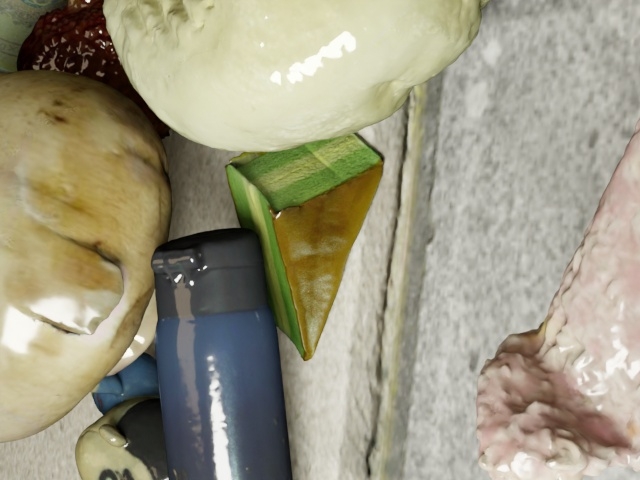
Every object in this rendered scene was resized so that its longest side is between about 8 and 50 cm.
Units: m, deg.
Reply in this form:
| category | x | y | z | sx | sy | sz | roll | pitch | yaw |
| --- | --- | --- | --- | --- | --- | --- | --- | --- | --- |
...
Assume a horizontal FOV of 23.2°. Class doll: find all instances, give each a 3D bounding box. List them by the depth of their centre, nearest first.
| category | x | y | z | sx | sy | sz | roll | pitch | yaw |
| --- | --- | --- | --- | --- | --- | --- | --- | --- | --- |
| doll | -0.128 | 0.126 | 1.040 | 0.089 | 0.102 | 0.179 | -41 | 35 | -7 |

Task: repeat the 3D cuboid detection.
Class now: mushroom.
| category | x | y | z | sx | sy | sz | roll | pitch | yaw |
| --- | --- | --- | --- | --- | --- | --- | --- | --- | --- |
| mushroom | -0.184 | 0.014 | 0.969 | 0.255 | 0.184 | 0.255 | -28 | 41 | 27 |

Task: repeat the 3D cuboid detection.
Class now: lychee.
| category | x | y | z | sx | sy | sz | roll | pitch | yaw |
| --- | --- | --- | --- | --- | --- | --- | --- | --- | --- |
| lychee | -0.150 | -0.115 | 1.087 | 0.129 | 0.123 | 0.123 | 89 | 161 | -45 |

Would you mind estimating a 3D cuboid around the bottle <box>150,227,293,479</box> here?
| category | x | y | z | sx | sy | sz | roll | pitch | yaw |
| --- | --- | --- | --- | --- | --- | --- | --- | --- | --- |
| bottle | -0.052 | 0.116 | 0.897 | 0.072 | 0.082 | 0.244 | -6 | 91 | 30 |

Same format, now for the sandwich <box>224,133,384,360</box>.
| category | x | y | z | sx | sy | sz | roll | pitch | yaw |
| --- | --- | --- | --- | --- | --- | --- | --- | --- | --- |
| sandwich | 0.000 | 0.000 | 0.930 | 0.074 | 0.074 | 0.116 | 46 | 155 | 50 |

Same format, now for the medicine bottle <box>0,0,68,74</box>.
| category | x | y | z | sx | sy | sz | roll | pitch | yaw |
| --- | --- | --- | --- | --- | --- | --- | --- | --- | --- |
| medicine bottle | -0.186 | -0.252 | 1.131 | 0.322 | 0.151 | 0.151 | -49 | 46 | 42 |

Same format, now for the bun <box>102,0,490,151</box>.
| category | x | y | z | sx | sy | sz | roll | pitch | yaw |
| --- | --- | --- | --- | --- | --- | --- | --- | --- | --- |
| bun | 0.004 | -0.153 | 0.817 | 0.259 | 0.160 | 0.259 | -36 | 41 | 39 |

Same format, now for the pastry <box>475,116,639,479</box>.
| category | x | y | z | sx | sy | sz | roll | pitch | yaw |
| --- | --- | --- | --- | --- | --- | --- | --- | --- | --- |
| pastry | 0.161 | -0.013 | 0.591 | 0.265 | 0.112 | 0.103 | -55 | 40 | 21 |
